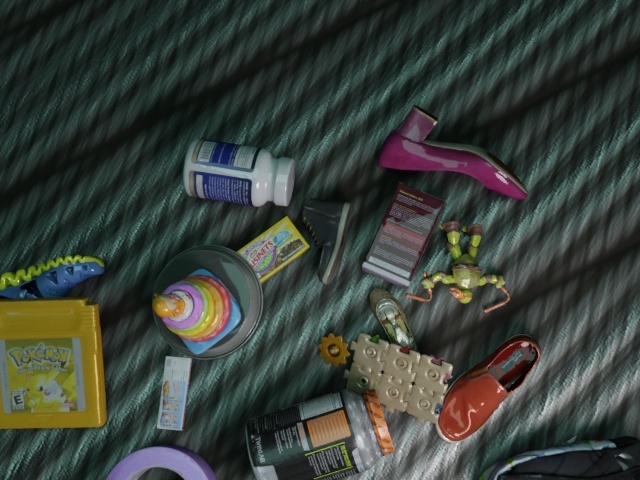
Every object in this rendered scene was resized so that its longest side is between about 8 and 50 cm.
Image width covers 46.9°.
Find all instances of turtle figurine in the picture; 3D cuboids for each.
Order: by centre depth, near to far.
[{"bbox_3d":[0.341,0.063,1.821,0.270,0.087,0.217,2,74,-8],"label":"turtle figurine"}]

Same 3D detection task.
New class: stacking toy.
[{"bbox_3d":[-0.311,0.151,1.680,0.166,0.302,0.175,-40,77,2],"label":"stacking toy"}]

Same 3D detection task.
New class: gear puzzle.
[{"bbox_3d":[0.148,0.316,1.797,0.339,0.044,0.175,17,106,19],"label":"gear puzzle"}]

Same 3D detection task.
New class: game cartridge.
[{"bbox_3d":[-0.681,0.302,1.820,0.286,0.052,0.323,-2,98,3],"label":"game cartridge"}]

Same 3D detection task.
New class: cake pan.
[{"bbox_3d":[-0.293,0.152,1.860,0.293,0.054,0.293,-1,82,8],"label":"cake pan"}]

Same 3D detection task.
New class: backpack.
[{"bbox_3d":[0.527,0.591,1.641,0.356,0.273,0.290,-2,79,-19],"label":"backpack"}]

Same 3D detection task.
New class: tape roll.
[{"bbox_3d":[-0.381,0.630,1.758,0.275,0.090,0.274,-1,77,4],"label":"tape roll"}]

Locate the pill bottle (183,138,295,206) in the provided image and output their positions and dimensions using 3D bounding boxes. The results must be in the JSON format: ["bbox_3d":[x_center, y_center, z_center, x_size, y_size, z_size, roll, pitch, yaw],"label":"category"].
[{"bbox_3d":[-0.204,-0.169,1.890,0.265,0.153,0.153,10,78,6],"label":"pill bottle"}]

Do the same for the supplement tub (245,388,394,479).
[{"bbox_3d":[0.000,0.464,1.715,0.316,0.193,0.193,-17,77,0],"label":"supplement tub"}]

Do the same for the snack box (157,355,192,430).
[{"bbox_3d":[-0.365,0.381,1.845,0.064,0.022,0.178,4,78,4],"label":"snack box"}]

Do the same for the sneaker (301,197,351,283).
[{"bbox_3d":[0.000,0.000,1.884,0.118,0.083,0.221,10,71,13],"label":"sneaker"}]

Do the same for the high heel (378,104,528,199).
[{"bbox_3d":[0.340,-0.176,1.902,0.377,0.127,0.181,36,111,6],"label":"high heel"}]

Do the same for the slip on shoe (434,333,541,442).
[{"bbox_3d":[0.400,0.349,1.762,0.331,0.101,0.123,-43,80,-4],"label":"slip on shoe"}]

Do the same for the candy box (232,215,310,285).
[{"bbox_3d":[-0.139,0.037,1.904,0.206,0.027,0.105,-36,76,-4],"label":"candy box"}]

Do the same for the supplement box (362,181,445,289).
[{"bbox_3d":[0.209,-0.012,1.868,0.130,0.073,0.239,24,81,8],"label":"supplement box"}]

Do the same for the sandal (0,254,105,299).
[{"bbox_3d":[-0.694,0.123,1.883,0.318,0.126,0.138,-18,83,7],"label":"sandal"}]

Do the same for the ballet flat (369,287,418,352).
[{"bbox_3d":[0.185,0.205,1.824,0.073,0.067,0.206,-30,77,-3],"label":"ballet flat"}]
